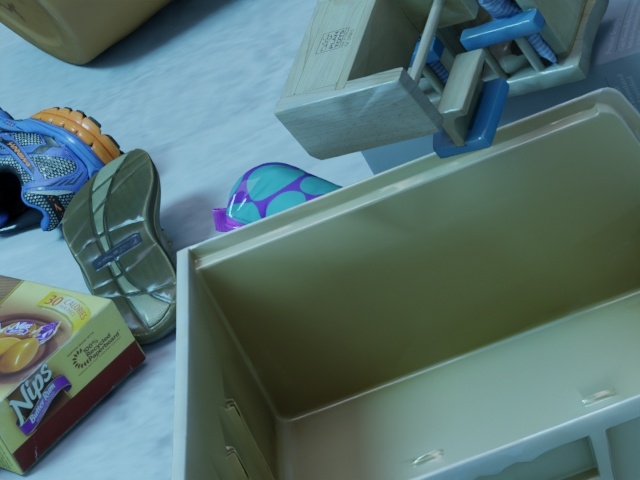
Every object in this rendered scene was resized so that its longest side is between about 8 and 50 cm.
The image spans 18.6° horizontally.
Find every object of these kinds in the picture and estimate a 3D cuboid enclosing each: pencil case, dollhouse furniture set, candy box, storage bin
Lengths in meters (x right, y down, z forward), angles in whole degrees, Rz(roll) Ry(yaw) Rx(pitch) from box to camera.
[{"bbox_3d":[0.000,0.000,1.156,0.070,0.064,0.152,-19,23,-23],"label":"pencil case"},{"bbox_3d":[0.045,-0.092,1.004,0.129,0.129,0.183,-12,44,37],"label":"dollhouse furniture set"},{"bbox_3d":[-0.208,0.075,1.213,0.187,0.053,0.109,11,46,47],"label":"candy box"},{"bbox_3d":[0.074,0.070,0.913,0.260,0.123,0.262,-22,28,9],"label":"storage bin"}]

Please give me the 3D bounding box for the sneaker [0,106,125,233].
[{"bbox_3d":[-0.243,-0.050,1.430,0.221,0.083,0.087,0,43,44],"label":"sneaker"}]

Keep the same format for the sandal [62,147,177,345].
[{"bbox_3d":[-0.120,0.010,1.265,0.072,0.049,0.180,-29,42,5],"label":"sandal"}]

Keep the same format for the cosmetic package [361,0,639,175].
[{"bbox_3d":[0.152,-0.082,1.117,0.238,0.107,0.127,-16,28,32],"label":"cosmetic package"}]

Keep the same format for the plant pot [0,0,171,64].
[{"bbox_3d":[-0.207,-0.284,1.617,0.203,0.291,0.291,-52,34,-13],"label":"plant pot"}]
